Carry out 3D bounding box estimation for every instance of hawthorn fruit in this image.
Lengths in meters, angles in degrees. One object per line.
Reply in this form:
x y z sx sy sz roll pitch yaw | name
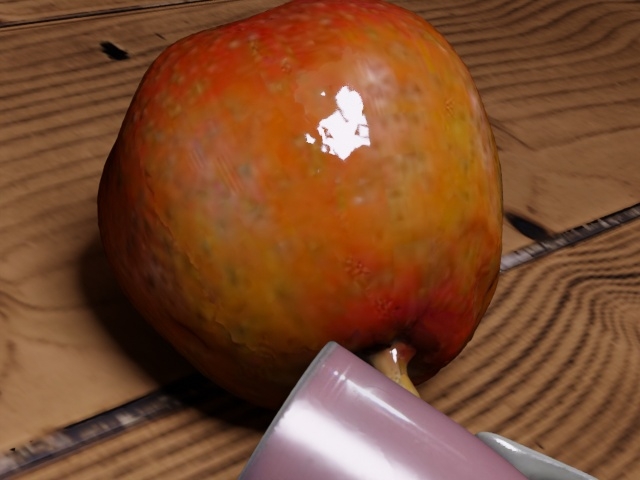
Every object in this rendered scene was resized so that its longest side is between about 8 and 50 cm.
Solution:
0.000 0.000 0.902 0.277 0.277 0.298 -4 53 -33 | hawthorn fruit

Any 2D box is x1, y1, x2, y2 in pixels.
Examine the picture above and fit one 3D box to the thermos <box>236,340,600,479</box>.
0.085 0.175 0.756 0.265 0.146 0.176 30 48 5 | thermos
